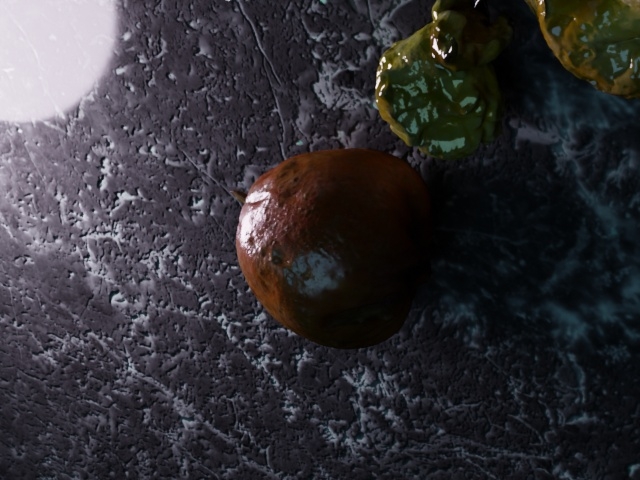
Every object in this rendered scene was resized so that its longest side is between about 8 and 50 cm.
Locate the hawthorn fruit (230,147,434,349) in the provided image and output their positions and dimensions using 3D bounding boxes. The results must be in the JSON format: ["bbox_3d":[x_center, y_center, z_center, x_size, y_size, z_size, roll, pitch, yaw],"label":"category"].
[{"bbox_3d":[0.000,0.000,1.820,0.298,0.277,0.277,24,132,17],"label":"hawthorn fruit"}]

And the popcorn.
[{"bbox_3d":[0.159,-0.194,1.651,0.168,0.174,0.195,53,133,14],"label":"popcorn"}]

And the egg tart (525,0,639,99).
[{"bbox_3d":[0.340,-0.261,1.443,0.341,0.129,0.341,23,142,19],"label":"egg tart"}]
